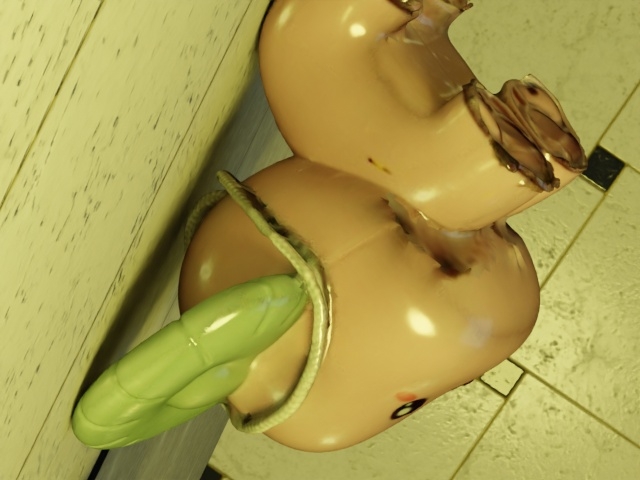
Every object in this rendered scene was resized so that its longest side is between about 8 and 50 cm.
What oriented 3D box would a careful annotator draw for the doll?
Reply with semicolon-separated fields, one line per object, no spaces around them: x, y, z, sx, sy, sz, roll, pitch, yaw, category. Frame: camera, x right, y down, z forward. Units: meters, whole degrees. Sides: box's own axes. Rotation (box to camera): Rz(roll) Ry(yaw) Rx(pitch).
0.000;0.000;1.044;0.268;0.216;0.284;-39;170;21;doll
